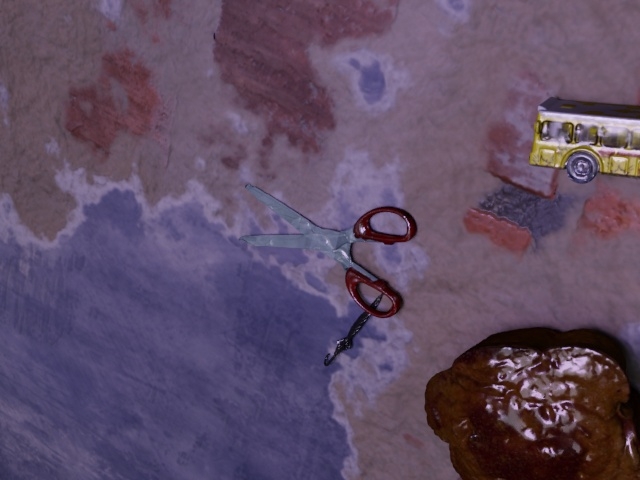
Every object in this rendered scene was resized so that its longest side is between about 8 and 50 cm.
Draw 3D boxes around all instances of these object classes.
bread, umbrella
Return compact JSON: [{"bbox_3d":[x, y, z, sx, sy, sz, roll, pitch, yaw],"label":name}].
[{"bbox_3d":[0.243,0.206,1.002,0.247,0.135,0.232,-10,102,32],"label":"bread"},{"bbox_3d":[0.045,0.117,1.156,0.022,0.022,0.149,23,125,-21],"label":"umbrella"}]

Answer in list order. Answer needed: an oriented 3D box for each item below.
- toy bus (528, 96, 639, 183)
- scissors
[{"bbox_3d":[0.325,-0.092,0.877,0.226,0.081,0.074,10,114,27],"label":"toy bus"},{"bbox_3d":[0.000,0.000,1.139,0.248,0.017,0.144,19,112,25],"label":"scissors"}]
